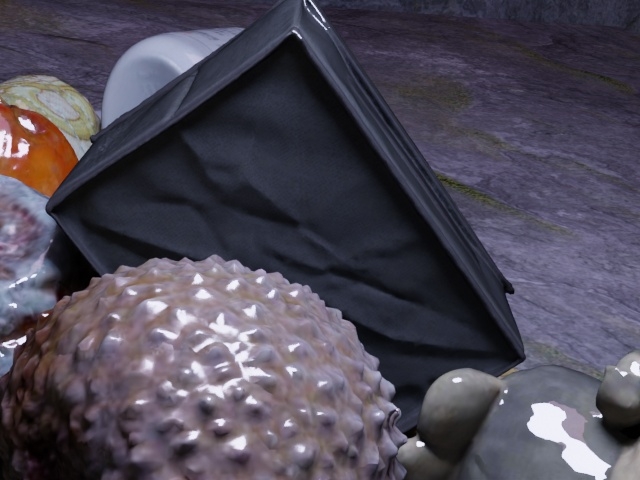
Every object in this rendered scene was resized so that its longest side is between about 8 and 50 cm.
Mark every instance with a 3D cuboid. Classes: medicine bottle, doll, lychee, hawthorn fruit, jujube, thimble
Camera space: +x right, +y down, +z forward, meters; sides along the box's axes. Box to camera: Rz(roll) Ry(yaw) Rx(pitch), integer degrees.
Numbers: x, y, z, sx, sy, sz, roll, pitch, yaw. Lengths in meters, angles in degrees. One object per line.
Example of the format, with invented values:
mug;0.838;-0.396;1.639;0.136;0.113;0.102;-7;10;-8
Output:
medicine bottle;-0.116;-0.168;1.731;0.245;0.245;0.306;24;25;36
doll;0.282;0.198;0.948;0.382;0.252;0.379;28;28;28
lychee;-0.079;0.156;0.860;0.300;0.300;0.300;7;21;-3
hawthorn fruit;-0.349;-0.051;1.314;0.211;0.262;0.210;7;24;-3
jujube;-0.296;0.064;1.098;0.247;0.215;0.308;-28;45;-33
thimble;-0.379;-0.135;1.699;0.190;0.137;0.143;34;25;6

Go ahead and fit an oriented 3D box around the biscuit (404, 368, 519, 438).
biscuit;0.145;0.162;1.270;0.220;0.033;0.220;8;19;-3

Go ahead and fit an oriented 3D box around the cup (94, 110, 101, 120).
cup;-0.343;-0.156;1.874;0.104;0.074;0.116;-12;2;37

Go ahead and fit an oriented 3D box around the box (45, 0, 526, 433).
box;-0.020;0.005;1.075;0.251;0.345;0.204;-33;15;13
